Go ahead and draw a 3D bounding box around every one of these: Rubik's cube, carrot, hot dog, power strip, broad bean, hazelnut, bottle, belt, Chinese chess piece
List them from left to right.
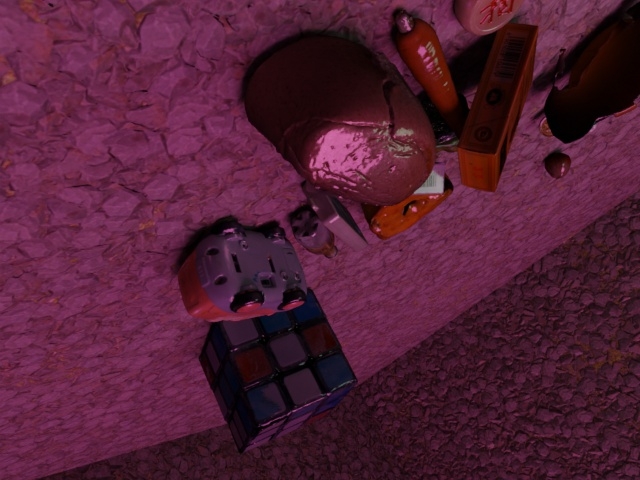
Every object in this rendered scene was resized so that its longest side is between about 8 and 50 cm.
[{"bbox_3d":[-0.142,0.406,1.647,0.364,0.358,0.362,-19,152,-27],"label":"Rubik's cube"},{"bbox_3d":[0.000,0.000,1.320,0.083,0.083,0.269,-31,157,6],"label":"bottle"},{"bbox_3d":[0.040,-0.053,1.217,0.046,0.117,0.270,-36,155,8],"label":"power strip"},{"bbox_3d":[0.258,-0.221,1.190,0.214,0.070,0.048,-17,127,-28],"label":"broad bean"},{"bbox_3d":[0.242,-0.258,1.096,0.152,0.079,0.121,-17,165,5],"label":"belt"},{"bbox_3d":[0.215,-0.283,0.944,0.069,0.069,0.336,-35,137,14],"label":"carrot"},{"bbox_3d":[0.285,-0.405,0.878,0.122,0.051,0.122,-23,156,-11],"label":"Chinese chess piece"},{"bbox_3d":[0.760,-0.239,1.674,0.087,0.086,0.086,-24,155,-12],"label":"hazelnut"},{"bbox_3d":[0.645,-0.388,1.195,0.326,0.194,0.107,-35,-176,24],"label":"hot dog"}]

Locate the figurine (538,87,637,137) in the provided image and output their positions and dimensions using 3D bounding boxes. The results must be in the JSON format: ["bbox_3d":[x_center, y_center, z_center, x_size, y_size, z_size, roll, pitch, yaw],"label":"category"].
[{"bbox_3d":[0.687,-0.348,1.317,0.271,0.143,0.143,-36,155,15],"label":"figurine"}]

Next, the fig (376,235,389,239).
[{"bbox_3d":[0.176,-0.035,1.495,0.050,0.050,0.083,-32,136,7],"label":"fig"}]

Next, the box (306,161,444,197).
[{"bbox_3d":[0.109,-0.128,1.068,0.243,0.067,0.155,-5,-169,-24],"label":"box"}]

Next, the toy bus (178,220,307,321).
[{"bbox_3d":[-0.183,0.095,1.193,0.232,0.194,0.288,-35,157,31],"label":"toy bus"}]

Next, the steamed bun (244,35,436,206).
[{"bbox_3d":[0.059,-0.198,0.833,0.301,0.251,0.199,2,128,-46],"label":"steamed bun"}]

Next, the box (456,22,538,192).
[{"bbox_3d":[0.347,-0.254,1.023,0.273,0.076,0.174,-69,156,-11],"label":"box"}]

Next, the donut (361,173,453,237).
[{"bbox_3d":[0.214,-0.102,1.313,0.254,0.118,0.253,-22,152,-13],"label":"donut"}]
